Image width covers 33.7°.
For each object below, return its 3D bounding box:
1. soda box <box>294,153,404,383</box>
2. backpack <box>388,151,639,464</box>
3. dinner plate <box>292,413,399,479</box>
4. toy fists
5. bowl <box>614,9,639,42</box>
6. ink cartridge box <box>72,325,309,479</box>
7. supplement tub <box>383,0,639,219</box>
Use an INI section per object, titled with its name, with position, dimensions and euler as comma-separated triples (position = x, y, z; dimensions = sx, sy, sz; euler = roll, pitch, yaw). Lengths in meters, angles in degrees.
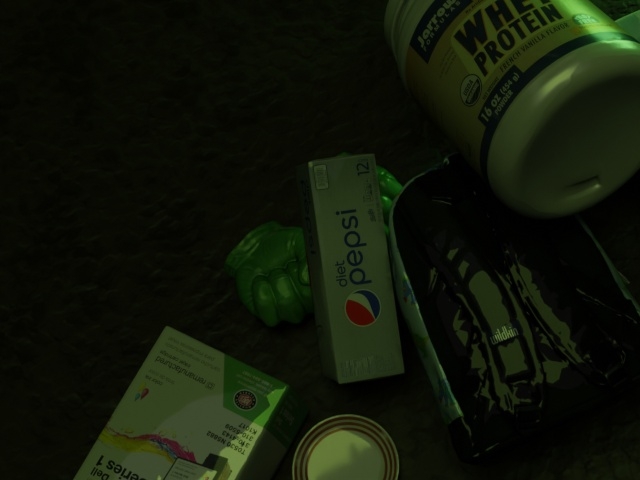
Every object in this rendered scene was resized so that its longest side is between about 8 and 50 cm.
[soda box]
position = 0.035, 0.035, 1.366
dimensions = 0.091, 0.098, 0.286
euler = -8, 93, -12
[backpack]
position = 0.221, 0.060, 1.322
dimensions = 0.290, 0.273, 0.355
euler = -28, 80, 0
[dinner plate]
position = 0.033, 0.295, 1.364
dimensions = 0.141, 0.017, 0.141
euler = -5, 63, 10
[toy fists]
position = 0.000, 0.000, 1.474
dimensions = 0.279, 0.096, 0.142
euler = -42, 65, -10
[bowl]
position = 0.485, -0.201, 1.378
dimensions = 0.311, 0.163, 0.311
euler = -20, 23, 9
[ink cartridge box]
position = -0.174, 0.284, 1.362
dimensions = 0.201, 0.117, 0.278
euler = 23, 72, 22
[supplement tub]
position = 0.229, -0.200, 1.243
dimensions = 0.228, 0.228, 0.316
euler = -31, 49, -3
